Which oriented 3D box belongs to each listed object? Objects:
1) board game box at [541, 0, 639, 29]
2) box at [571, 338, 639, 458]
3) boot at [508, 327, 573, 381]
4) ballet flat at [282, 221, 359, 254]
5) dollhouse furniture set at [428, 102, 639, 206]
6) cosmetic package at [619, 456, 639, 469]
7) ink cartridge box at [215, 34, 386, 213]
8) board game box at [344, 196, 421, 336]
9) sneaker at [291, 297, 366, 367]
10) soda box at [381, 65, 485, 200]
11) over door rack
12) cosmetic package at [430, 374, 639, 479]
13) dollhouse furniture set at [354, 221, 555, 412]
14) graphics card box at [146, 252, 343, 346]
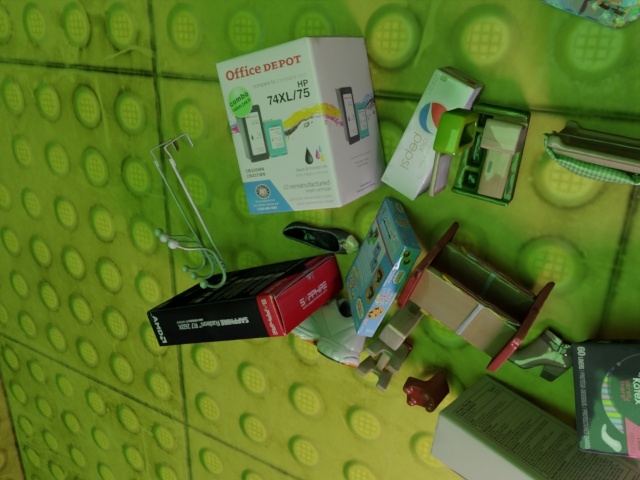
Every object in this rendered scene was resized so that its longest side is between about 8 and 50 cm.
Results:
[{"bbox_3d":[0.377,-0.368,0.732,0.169,0.033,0.133,32,128,18],"label":"board game box"},{"bbox_3d":[0.527,0.229,0.795,0.270,0.143,0.165,-7,80,34],"label":"box"},{"bbox_3d":[0.387,0.192,0.967,0.118,0.042,0.087,27,114,20],"label":"boot"},{"bbox_3d":[0.000,0.000,1.128,0.173,0.049,0.057,12,115,28],"label":"ballet flat"},{"bbox_3d":[0.330,-0.091,0.793,0.302,0.198,0.151,19,116,26],"label":"dollhouse furniture set"},{"bbox_3d":[0.527,0.418,0.947,0.099,0.060,0.238,1,108,37],"label":"cosmetic package"},{"bbox_3d":[-0.025,-0.206,0.973,0.198,0.197,0.270,-3,106,33],"label":"ink cartridge box"},{"bbox_3d":[0.109,0.049,1.020,0.039,0.160,0.211,14,123,-17],"label":"board game box"},{"bbox_3d":[0.011,0.169,1.159,0.262,0.099,0.121,22,83,48],"label":"sneaker"},{"bbox_3d":[0.188,-0.180,0.929,0.074,0.069,0.216,35,122,16],"label":"soda box"},{"bbox_3d":[-0.315,-0.061,1.205,0.239,0.108,0.324,16,122,65],"label":"over door rack"},{"bbox_3d":[0.363,0.383,0.930,0.309,0.160,0.113,29,127,40],"label":"cosmetic package"},{"bbox_3d":[0.230,0.172,1.015,0.201,0.152,0.374,36,141,15],"label":"dollhouse furniture set"},{"bbox_3d":[-0.163,0.128,1.168,0.371,0.233,0.094,-11,103,34],"label":"graphics card box"}]
